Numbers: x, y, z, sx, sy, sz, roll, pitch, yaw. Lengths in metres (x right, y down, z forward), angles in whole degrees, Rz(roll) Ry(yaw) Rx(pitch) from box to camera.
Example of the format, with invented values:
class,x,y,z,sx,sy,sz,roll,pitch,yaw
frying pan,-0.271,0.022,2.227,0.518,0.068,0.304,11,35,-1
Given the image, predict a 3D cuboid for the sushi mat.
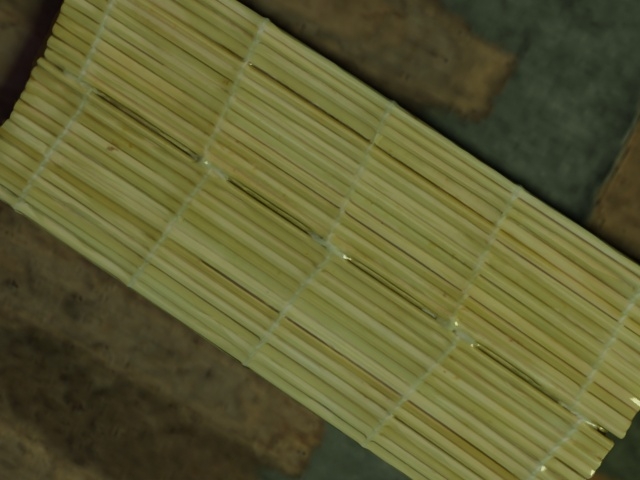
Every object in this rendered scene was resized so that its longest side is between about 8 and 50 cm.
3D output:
class,x,y,z,sx,sy,sz,roll,pitch,yaw
sushi mat,0.000,0.000,0.846,0.316,0.019,0.151,34,114,5
